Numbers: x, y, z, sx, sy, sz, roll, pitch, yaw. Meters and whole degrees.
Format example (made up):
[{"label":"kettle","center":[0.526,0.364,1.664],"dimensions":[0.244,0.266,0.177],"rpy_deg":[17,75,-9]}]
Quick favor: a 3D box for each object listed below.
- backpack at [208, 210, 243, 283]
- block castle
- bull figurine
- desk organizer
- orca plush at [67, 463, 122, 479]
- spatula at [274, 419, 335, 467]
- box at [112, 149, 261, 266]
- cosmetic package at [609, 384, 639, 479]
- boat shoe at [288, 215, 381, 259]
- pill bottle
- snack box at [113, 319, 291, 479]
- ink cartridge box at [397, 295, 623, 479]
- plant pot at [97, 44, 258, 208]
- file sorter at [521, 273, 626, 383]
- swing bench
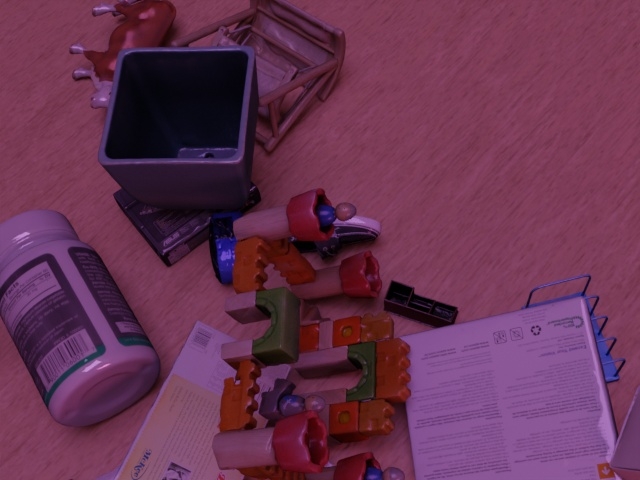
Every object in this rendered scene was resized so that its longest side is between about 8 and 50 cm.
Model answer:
[{"label":"backpack","center":[-0.159,0.016,1.644],"dimensions":[0.101,0.098,0.120],"rpy_deg":[-7,61,0]},{"label":"block castle","center":[0.003,0.178,1.393],"dimensions":[0.213,0.303,0.453],"rpy_deg":[-12,56,22]},{"label":"bull figurine","center":[-0.431,-0.402,1.886],"dimensions":[0.188,0.101,0.310],"rpy_deg":[20,67,17]},{"label":"desk organizer","center":[0.181,0.118,1.582],"dimensions":[0.130,0.050,0.047],"rpy_deg":[18,66,14]},{"label":"orca plush","center":[-0.379,0.457,1.465],"dimensions":[0.287,0.102,0.151],"rpy_deg":[-36,20,-23]},{"label":"spatula","center":[-0.026,0.419,1.469],"dimensions":[0.242,0.019,0.168],"rpy_deg":[35,72,25]},{"label":"box","center":[-0.263,-0.085,1.730],"dimensions":[0.231,0.056,0.183],"rpy_deg":[-37,65,-13]},{"label":"cosmetic package","center":[0.587,0.351,1.292],"dimensions":[0.296,0.129,0.153],"rpy_deg":[40,65,-17]},{"label":"boat shoe","center":[0.000,0.000,1.649],"dimensions":[0.229,0.080,0.076],"rpy_deg":[0,69,7]},{"label":"pill bottle","center":[-0.450,0.129,1.555],"dimensions":[0.204,0.204,0.361],"rpy_deg":[-31,64,-10]},{"label":"snack box","center":[-0.194,0.311,1.455],"dimensions":[0.187,0.060,0.322],"rpy_deg":[27,56,-4]},{"label":"ink cartridge box","center":[0.301,0.284,1.414],"dimensions":[0.324,0.071,0.330],"rpy_deg":[-15,68,21]},{"label":"plant pot","center":[-0.231,-0.176,1.599],"dimensions":[0.248,0.252,0.247],"rpy_deg":[0,62,6]},{"label":"file sorter","center":[0.434,0.160,1.505],"dimensions":[0.118,0.104,0.170],"rpy_deg":[-14,63,-1]},{"label":"swing bench","center":[-0.121,-0.365,1.806],"dimensions":[0.253,0.165,0.254],"rpy_deg":[35,66,22]}]
